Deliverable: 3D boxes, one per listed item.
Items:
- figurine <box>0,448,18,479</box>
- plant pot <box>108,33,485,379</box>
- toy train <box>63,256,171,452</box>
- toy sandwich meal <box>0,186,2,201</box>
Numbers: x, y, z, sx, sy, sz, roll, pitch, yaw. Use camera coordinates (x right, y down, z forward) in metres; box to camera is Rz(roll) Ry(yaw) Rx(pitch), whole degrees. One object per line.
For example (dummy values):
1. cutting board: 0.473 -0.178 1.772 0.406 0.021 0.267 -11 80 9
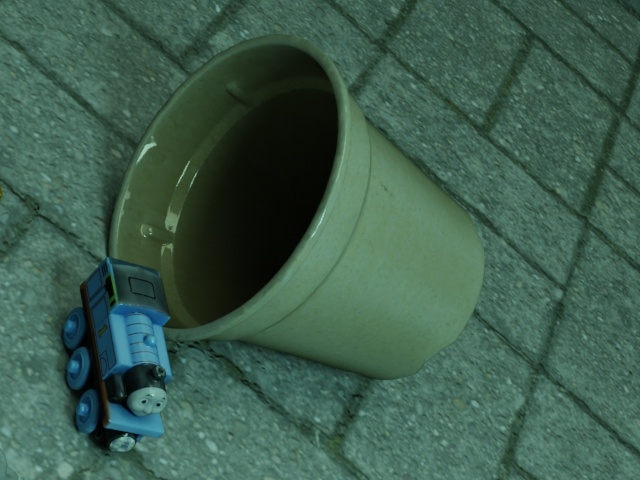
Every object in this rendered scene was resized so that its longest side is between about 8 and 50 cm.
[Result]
1. figurine: -0.285 0.249 1.282 0.215 0.092 0.209 49 26 9
2. plant pot: 0.000 0.000 1.671 0.305 0.334 0.334 30 34 -40
3. toy train: -0.190 0.109 1.502 0.080 0.105 0.184 16 42 -35
4. toy sandwich meal: -0.353 -0.065 1.590 0.085 0.029 0.085 28 37 -23
